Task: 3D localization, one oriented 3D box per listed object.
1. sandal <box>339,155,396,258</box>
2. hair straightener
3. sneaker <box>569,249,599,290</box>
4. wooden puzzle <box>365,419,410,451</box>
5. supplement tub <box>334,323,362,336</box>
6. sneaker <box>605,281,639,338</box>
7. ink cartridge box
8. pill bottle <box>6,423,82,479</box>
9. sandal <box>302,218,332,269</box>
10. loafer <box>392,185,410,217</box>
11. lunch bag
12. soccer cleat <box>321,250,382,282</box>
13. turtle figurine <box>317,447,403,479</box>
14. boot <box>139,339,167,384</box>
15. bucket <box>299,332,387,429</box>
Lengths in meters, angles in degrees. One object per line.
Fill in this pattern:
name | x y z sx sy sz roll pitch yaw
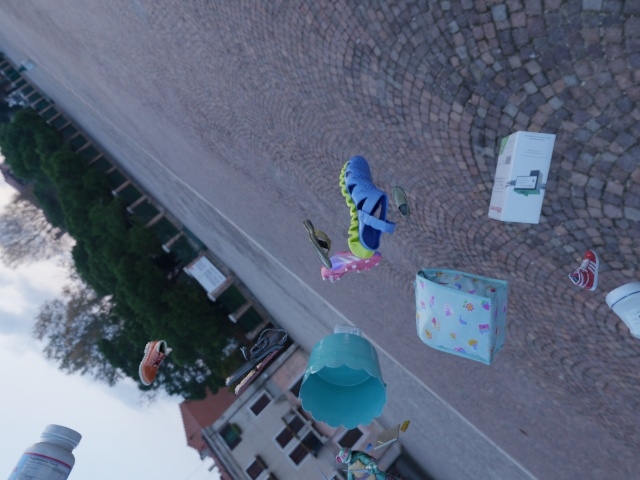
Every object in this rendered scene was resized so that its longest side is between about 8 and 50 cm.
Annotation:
sandal | 0.148 -0.113 1.281 0.138 0.126 0.318 -28 66 45
hair straightener | -0.189 0.337 1.254 0.089 0.230 0.047 47 179 -17
sneaker | 0.744 0.077 1.222 0.067 0.119 0.042 14 159 -4
wooden puzzle | 0.168 0.487 1.068 0.014 0.116 0.078 57 -156 4
supplement tub | 0.118 0.393 1.820 0.107 0.071 0.071 5 149 20
sneaker | 0.775 0.176 1.044 0.258 0.094 0.091 27 -145 -38
ink cartridge box | 0.512 -0.158 1.113 0.092 0.220 0.160 8 -171 8
pill bottle | -0.480 0.405 0.735 0.087 0.160 0.087 6 136 6
sandal | 0.000 0.000 1.140 0.180 0.049 0.072 -115 0 -47
loafer | 0.353 -0.167 1.868 0.148 0.056 0.050 65 -166 -2
lunch bag | 0.400 0.209 1.277 0.262 0.160 0.224 11 115 42
soccer cleat | 0.094 0.065 1.422 0.083 0.095 0.248 17 149 -39
turtle figurine | 0.121 0.647 1.192 0.234 0.118 0.175 34 122 3
boot | -0.594 0.432 1.541 0.084 0.158 0.059 -19 146 30
bucket | 0.076 0.455 1.420 0.281 0.281 0.183 50 -160 -17
